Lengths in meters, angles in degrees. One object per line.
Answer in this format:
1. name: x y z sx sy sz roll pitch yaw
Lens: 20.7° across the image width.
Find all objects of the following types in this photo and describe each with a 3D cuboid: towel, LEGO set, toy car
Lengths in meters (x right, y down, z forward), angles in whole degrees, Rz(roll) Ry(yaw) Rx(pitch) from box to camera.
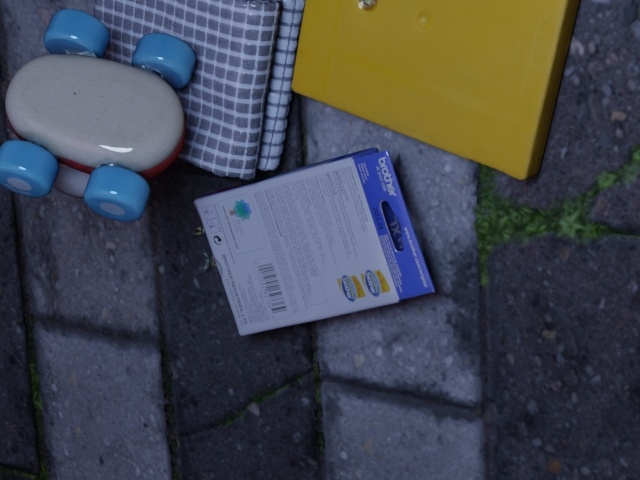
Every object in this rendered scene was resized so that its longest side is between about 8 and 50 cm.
1. towel: -0.168 -0.222 2.149 0.284 0.121 0.235 21 116 29
2. LEGO set: -0.133 0.014 2.272 0.054 0.023 0.083 -21 80 36
3. toy car: -0.262 -0.113 2.092 0.210 0.219 0.238 15 157 4

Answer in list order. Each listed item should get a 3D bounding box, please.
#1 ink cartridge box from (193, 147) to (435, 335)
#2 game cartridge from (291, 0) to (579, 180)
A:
1. ink cartridge box: 0.000 0.000 2.143 0.311 0.065 0.185 -14 97 40
2. game cartridge: 0.129 -0.252 1.977 0.324 0.053 0.285 23 118 25
